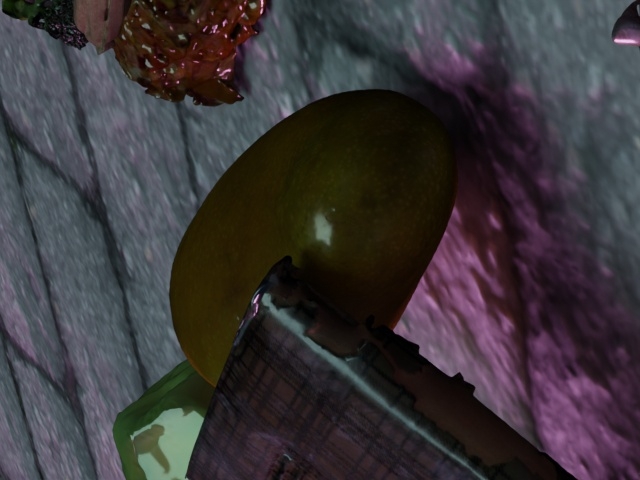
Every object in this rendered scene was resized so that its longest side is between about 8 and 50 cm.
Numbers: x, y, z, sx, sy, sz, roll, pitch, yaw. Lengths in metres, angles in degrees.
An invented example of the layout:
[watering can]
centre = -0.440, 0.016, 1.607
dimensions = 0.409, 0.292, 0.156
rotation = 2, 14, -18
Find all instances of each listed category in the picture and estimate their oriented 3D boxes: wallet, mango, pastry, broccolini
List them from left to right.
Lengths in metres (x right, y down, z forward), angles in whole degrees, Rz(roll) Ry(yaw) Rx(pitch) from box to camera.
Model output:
[broccolini]
centre = -0.173, -0.141, 1.190
dimensions = 0.035, 0.030, 0.140
rotation = 36, 173, -23
[pastry]
centre = -0.075, -0.124, 0.933
dimensions = 0.087, 0.063, 0.169
rotation = 54, 153, 21
[mango]
centre = 0.000, 0.000, 0.803
dimensions = 0.099, 0.136, 0.227
rotation = 31, 160, -6
[wallet]
centre = 0.085, 0.147, 0.731
dimensions = 0.317, 0.044, 0.169
rotation = 38, 148, 8

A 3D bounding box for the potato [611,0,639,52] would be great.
[potato]
centre = 0.125, -0.078, 0.509
dimensions = 0.101, 0.089, 0.172
rotation = 61, 158, 19

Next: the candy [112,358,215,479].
[candy]
centre = 0.007, 0.212, 0.980
dimensions = 0.132, 0.142, 0.343
rotation = -7, 107, 53

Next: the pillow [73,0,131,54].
[pillow]
centre = -0.085, -0.191, 0.821
dimensions = 0.135, 0.034, 0.211
rotation = 112, 163, -59
